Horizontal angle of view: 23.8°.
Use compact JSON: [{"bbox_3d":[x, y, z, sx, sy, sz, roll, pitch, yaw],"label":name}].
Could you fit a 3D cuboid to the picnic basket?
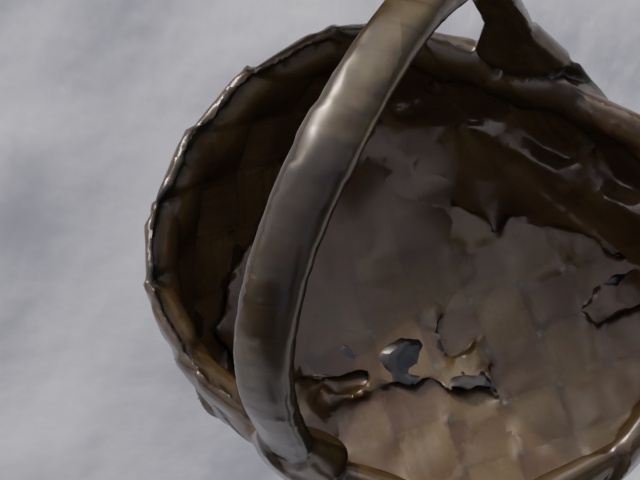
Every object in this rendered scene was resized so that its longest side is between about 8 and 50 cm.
[{"bbox_3d":[0.049,-0.005,0.816,0.337,0.337,0.293,28,74,6],"label":"picnic basket"}]
